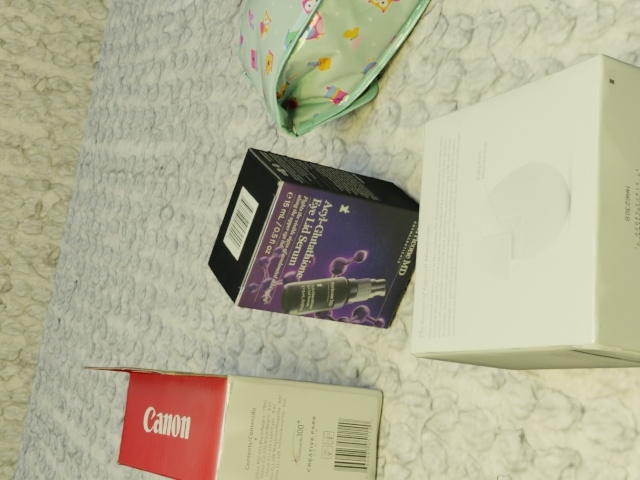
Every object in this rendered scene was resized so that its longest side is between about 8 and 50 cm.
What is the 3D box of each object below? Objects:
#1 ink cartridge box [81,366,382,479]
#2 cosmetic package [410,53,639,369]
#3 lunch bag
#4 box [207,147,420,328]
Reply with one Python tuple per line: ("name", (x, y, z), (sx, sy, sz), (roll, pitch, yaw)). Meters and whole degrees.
("ink cartridge box", (-0.126, 0.227, 1.182), (0.309, 0.272, 0.130), (-12, 70, 59))
("cosmetic package", (0.199, -0.008, 0.834), (0.225, 0.138, 0.224), (-12, 70, 57))
("lunch bag", (-0.006, -0.283, 1.272), (0.262, 0.160, 0.223), (-58, 36, 22))
("box", (0.000, 0.000, 1.108), (0.108, 0.207, 0.153), (47, 121, 55))
